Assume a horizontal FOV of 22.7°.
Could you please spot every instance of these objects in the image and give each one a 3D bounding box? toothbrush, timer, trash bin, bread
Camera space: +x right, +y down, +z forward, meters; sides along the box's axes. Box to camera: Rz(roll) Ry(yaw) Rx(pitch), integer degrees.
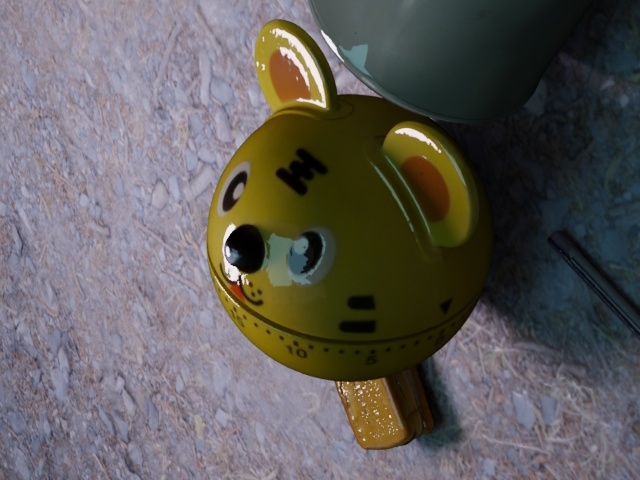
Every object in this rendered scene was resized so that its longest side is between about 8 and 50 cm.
[{"bbox_3d":[0.365,0.117,1.738,0.354,0.024,0.029,50,149,28],"label":"toothbrush"},{"bbox_3d":[0.031,-0.034,1.838,0.376,0.376,0.387,44,148,34],"label":"timer"},{"bbox_3d":[0.172,-0.319,1.589,0.280,0.280,0.432,58,140,19],"label":"trash bin"},{"bbox_3d":[0.075,0.180,2.128,0.116,0.077,0.200,-30,78,57],"label":"bread"}]
